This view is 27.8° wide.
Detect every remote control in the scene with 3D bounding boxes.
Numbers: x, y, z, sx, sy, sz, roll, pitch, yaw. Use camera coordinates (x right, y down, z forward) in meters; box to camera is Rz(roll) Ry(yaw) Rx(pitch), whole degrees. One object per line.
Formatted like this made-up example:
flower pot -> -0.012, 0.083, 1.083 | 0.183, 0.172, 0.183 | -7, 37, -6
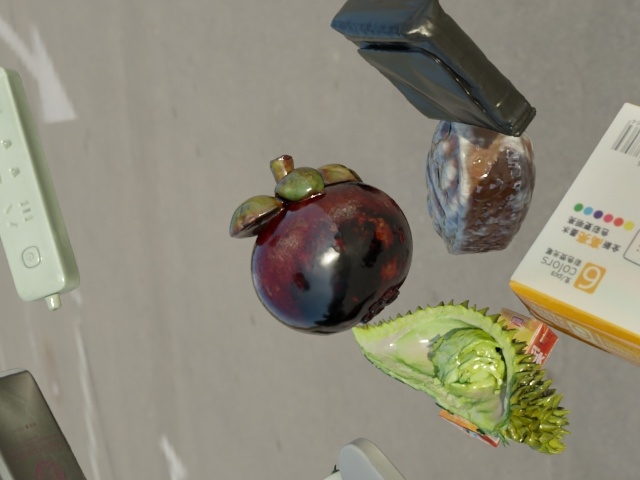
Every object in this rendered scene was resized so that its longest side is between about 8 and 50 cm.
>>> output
remote control -> 0.094, 0.276, 1.183 | 0.245, 0.022, 0.077 | 46, 145, 35

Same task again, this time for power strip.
power strip -> -0.462, -0.076, 1.988 | 0.062, 0.091, 0.385 | 1, -109, -78

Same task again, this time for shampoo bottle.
shampoo bottle -> -0.221, 0.226, 1.013 | 0.079, 0.080, 0.246 | -37, 77, 33

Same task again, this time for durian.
durian -> 0.210, 0.196, 1.769 | 0.355, 0.169, 0.157 | 32, 144, 50

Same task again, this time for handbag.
handbag -> 0.147, -0.232, 1.667 | 0.223, 0.080, 0.247 | 39, 174, -26

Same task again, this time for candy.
candy -> 0.244, -0.096, 1.986 | 0.289, 0.157, 0.214 | 92, 175, -65

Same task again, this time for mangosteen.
mangosteen -> 0.000, 0.000, 1.352 | 0.200, 0.200, 0.199 | 168, 90, -69

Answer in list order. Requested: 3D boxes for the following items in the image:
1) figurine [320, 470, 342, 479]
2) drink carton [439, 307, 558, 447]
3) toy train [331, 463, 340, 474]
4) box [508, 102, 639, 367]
figurine -> 0.067, 0.352, 1.319 | 0.236, 0.133, 0.176 | 57, -171, 27
drink carton -> 0.306, 0.233, 2.214 | 0.096, 0.223, 0.071 | 22, 166, 46
toy train -> 0.016, 0.390, 1.823 | 0.053, 0.250, 0.085 | -25, 94, 24
box -> 0.336, 0.017, 1.135 | 0.274, 0.220, 0.091 | 27, 166, 38
